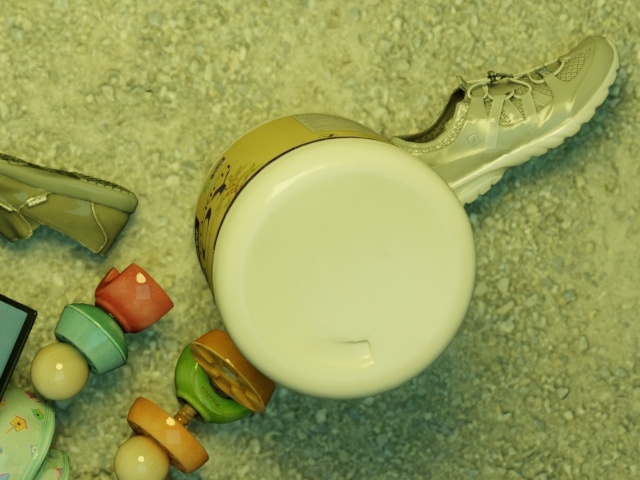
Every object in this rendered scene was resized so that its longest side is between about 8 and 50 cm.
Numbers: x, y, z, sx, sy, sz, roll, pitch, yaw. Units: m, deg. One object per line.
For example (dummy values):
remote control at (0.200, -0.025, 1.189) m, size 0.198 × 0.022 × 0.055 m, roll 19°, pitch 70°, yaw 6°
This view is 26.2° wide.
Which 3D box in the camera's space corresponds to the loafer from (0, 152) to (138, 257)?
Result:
loafer at (-0.317, -0.040, 1.415) m, size 0.251 × 0.094 × 0.087 m, roll 14°, pitch 95°, yaw -12°

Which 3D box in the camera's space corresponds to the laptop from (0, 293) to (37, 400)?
laptop at (-0.449, 0.126, 1.373) m, size 0.264 × 0.136 × 0.234 m, roll 23°, pitch 84°, yaw -8°

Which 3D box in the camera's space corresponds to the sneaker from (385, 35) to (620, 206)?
sneaker at (0.196, -0.140, 1.477) m, size 0.281 × 0.105 × 0.115 m, roll -37°, pitch 105°, yaw 0°

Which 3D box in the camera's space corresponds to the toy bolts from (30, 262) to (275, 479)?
toy bolts at (-0.182, 0.149, 1.416) m, size 0.228 × 0.218 × 0.158 m, roll 46°, pitch 69°, yaw -8°

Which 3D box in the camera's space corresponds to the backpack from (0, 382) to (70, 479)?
backpack at (-0.341, 0.244, 1.432) m, size 0.144 × 0.166 × 0.188 m, roll 22°, pitch 98°, yaw -14°

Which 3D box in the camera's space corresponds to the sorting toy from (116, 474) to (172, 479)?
sorting toy at (-0.164, 0.409, 1.484) m, size 0.041 × 0.229 × 0.307 m, roll -17°, pitch 109°, yaw 40°

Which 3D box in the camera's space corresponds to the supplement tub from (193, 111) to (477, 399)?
supplement tub at (0.000, 0.000, 1.355) m, size 0.241 × 0.331 × 0.241 m, roll -2°, pitch 101°, yaw -10°
